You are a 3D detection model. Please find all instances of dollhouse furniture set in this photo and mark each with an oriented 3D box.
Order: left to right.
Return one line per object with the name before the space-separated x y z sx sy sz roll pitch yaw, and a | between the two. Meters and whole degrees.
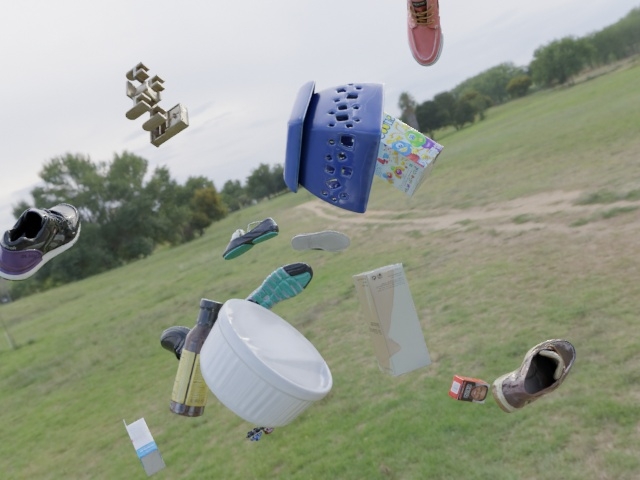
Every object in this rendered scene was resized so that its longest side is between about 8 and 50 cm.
dollhouse furniture set | -0.622 -0.471 2.018 0.161 0.212 0.242 -27 -35 21

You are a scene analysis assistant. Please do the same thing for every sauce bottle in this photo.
sauce bottle | -0.365 0.351 1.688 0.111 0.344 0.111 14 -7 2

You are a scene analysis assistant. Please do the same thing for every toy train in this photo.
toy train | -0.159 0.566 1.685 0.158 0.036 0.027 -17 -13 -42

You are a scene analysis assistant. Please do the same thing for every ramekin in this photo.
ramekin | -0.117 0.250 1.114 0.127 0.273 0.273 -52 2 9

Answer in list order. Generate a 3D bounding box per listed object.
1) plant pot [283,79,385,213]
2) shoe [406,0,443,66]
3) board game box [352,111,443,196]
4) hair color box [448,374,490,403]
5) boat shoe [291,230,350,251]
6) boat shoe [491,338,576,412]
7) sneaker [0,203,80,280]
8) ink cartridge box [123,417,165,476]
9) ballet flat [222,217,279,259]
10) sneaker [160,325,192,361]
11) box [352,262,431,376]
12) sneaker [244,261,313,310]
plant pot | 0.030 -0.235 1.328 0.212 0.236 0.236 10 43 1
shoe | 0.169 -0.387 0.943 0.063 0.178 0.081 -1 15 20
board game box | 0.239 -0.298 1.850 0.142 0.275 0.144 -47 -15 -36
hair color box | 0.494 0.495 1.850 0.141 0.072 0.043 17 1 -35
boat shoe | 0.000 0.000 1.942 0.206 0.075 0.065 -2 10 -2
boat shoe | 0.595 0.341 1.470 0.342 0.123 0.123 -16 -22 -36
sneaker | -0.646 -0.030 1.312 0.283 0.107 0.124 -78 11 -58
ink cartridge box | -0.570 0.652 1.799 0.061 0.104 0.181 -25 40 -23
ballet flat | -0.214 -0.011 1.669 0.203 0.074 0.074 -27 3 21
sneaker | -0.475 0.418 2.047 0.341 0.125 0.139 12 42 28
box | 0.212 0.235 1.673 0.121 0.311 0.148 -15 -4 -15
sneaker | -0.120 0.120 1.415 0.224 0.083 0.098 -34 11 3
